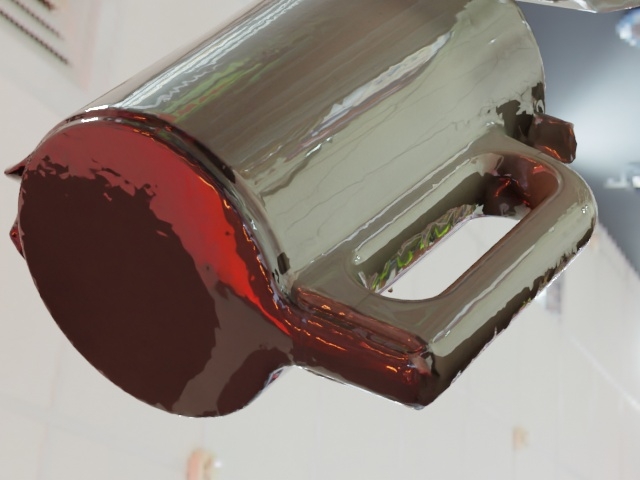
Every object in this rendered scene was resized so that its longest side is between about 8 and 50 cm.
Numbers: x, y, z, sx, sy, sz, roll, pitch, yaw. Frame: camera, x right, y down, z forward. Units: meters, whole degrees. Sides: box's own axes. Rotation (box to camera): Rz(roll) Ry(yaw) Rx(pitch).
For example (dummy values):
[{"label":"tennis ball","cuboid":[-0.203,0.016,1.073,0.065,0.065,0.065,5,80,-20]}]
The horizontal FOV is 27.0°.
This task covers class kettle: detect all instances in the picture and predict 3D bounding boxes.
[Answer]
[{"label":"kettle","cuboid":[0.002,-0.014,0.388,0.127,0.098,0.148,45,-138,4]}]

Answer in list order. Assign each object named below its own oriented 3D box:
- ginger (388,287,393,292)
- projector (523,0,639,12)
[{"label":"ginger","cuboid":[0.000,0.000,0.683,0.162,0.073,0.103,131,147,-69]},{"label":"projector","cuboid":[0.174,-0.172,0.638,0.269,0.193,0.088,-22,-64,-31]}]
